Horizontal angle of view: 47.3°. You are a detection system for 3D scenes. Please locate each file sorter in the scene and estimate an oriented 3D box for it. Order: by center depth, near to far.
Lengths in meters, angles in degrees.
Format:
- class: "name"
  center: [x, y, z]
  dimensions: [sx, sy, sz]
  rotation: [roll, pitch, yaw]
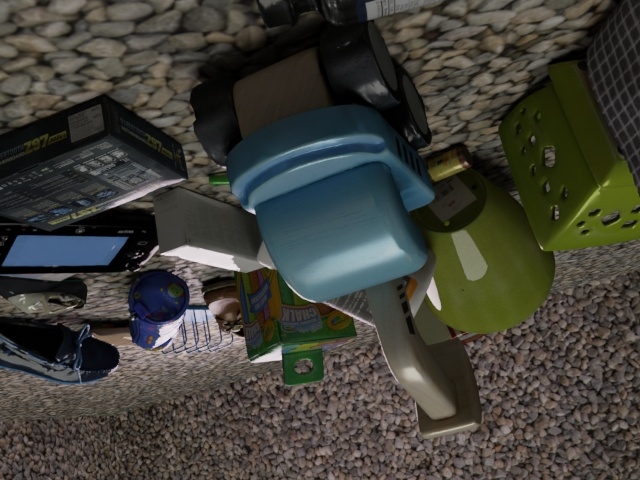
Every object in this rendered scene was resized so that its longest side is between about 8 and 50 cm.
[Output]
- class: "file sorter"
  center: [-0.331, 0.238, 1.933]
  dimensions: [0.118, 0.104, 0.170]
  rotation: [-26, 158, 37]

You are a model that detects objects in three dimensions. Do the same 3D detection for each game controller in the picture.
- class: "game controller"
  center: [-0.409, 0.006, 1.170]
  dimensions: [0.319, 0.067, 0.166]
  rotation: [0, 159, -39]

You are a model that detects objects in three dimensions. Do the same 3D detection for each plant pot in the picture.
- class: "plant pot"
  center: [0.416, -0.138, 1.038]
  dimensions: [0.227, 0.228, 0.207]
  rotation: [-9, 156, -11]
- class: "plant pot"
  center: [0.273, -0.005, 1.360]
  dimensions: [0.275, 0.275, 0.293]
  rotation: [-18, 147, 17]

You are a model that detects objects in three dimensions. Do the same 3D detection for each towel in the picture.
- class: "towel"
  center: [0.413, -0.170, 0.807]
  dimensions: [0.121, 0.284, 0.235]
  rotation: [-9, 162, -9]

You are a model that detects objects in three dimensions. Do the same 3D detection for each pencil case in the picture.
- class: "pencil case"
  center: [-0.367, 0.163, 1.623]
  dimensions: [0.133, 0.119, 0.306]
  rotation: [-32, 171, -23]

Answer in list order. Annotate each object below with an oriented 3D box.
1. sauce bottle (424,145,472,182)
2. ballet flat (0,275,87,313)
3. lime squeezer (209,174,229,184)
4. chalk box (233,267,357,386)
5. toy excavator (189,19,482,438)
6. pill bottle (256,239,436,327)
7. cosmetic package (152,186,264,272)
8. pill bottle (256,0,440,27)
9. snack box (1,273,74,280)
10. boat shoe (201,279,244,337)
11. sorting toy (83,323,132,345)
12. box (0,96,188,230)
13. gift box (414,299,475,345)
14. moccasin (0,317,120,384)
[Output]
- class: "sauce bottle"
  center: [0.193, -0.119, 1.236]
  dimensions: [0.128, 0.042, 0.042]
  rotation: [-23, 161, 29]
- class: "ballet flat"
  center: [-0.537, 0.106, 1.403]
  dimensions: [0.074, 0.074, 0.203]
  rotation: [-24, 160, 33]
- class: "lime squeezer"
  center: [-0.022, -0.095, 1.174]
  dimensions: [0.310, 0.059, 0.110]
  rotation: [2, -170, -43]
- class: "chalk box"
  center: [-0.052, 0.150, 1.513]
  dimensions: [0.180, 0.289, 0.179]
  rotation: [-4, 162, -28]
- class: "toy excavator"
  center: [0.059, 0.023, 0.899]
  dimensions: [0.222, 0.445, 0.433]
  rotation: [-18, 163, 19]
- class: "pill bottle"
  center: [0.043, 0.036, 1.244]
  dimensions: [0.278, 0.162, 0.162]
  rotation: [25, 161, 1]
- class: "cosmetic package"
  center: [-0.179, -0.011, 1.226]
  dimensions: [0.060, 0.099, 0.239]
  rotation: [-20, 161, 24]
- class: "pill bottle"
  center: [0.050, -0.243, 0.580]
  dimensions: [0.219, 0.123, 0.123]
  rotation: [-13, 164, 4]
- class: "snack box"
  center: [-0.520, 0.048, 1.303]
  dimensions: [0.064, 0.022, 0.178]
  rotation: [-21, 162, 28]
- class: "boat shoe"
  center: [-0.208, 0.173, 1.802]
  dimensions: [0.110, 0.104, 0.307]
  rotation: [-14, 163, 7]
- class: "sorting toy"
  center: [-0.554, 0.251, 1.941]
  dimensions: [0.193, 0.038, 0.208]
  rotation: [4, 162, -43]
- class: "box"
  center: [-0.315, -0.089, 0.934]
  dimensions: [0.232, 0.059, 0.183]
  rotation: [-18, 163, 15]
- class: "gift box"
  center: [0.268, 0.113, 1.677]
  dimensions: [0.276, 0.258, 0.255]
  rotation: [-23, 163, 7]
- class: "moccasin"
  center: [-0.616, 0.258, 1.693]
  dimensions: [0.342, 0.138, 0.117]
  rotation: [13, 137, -41]
